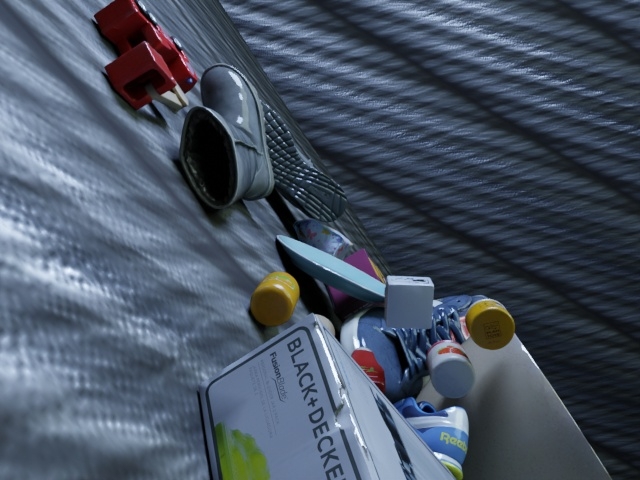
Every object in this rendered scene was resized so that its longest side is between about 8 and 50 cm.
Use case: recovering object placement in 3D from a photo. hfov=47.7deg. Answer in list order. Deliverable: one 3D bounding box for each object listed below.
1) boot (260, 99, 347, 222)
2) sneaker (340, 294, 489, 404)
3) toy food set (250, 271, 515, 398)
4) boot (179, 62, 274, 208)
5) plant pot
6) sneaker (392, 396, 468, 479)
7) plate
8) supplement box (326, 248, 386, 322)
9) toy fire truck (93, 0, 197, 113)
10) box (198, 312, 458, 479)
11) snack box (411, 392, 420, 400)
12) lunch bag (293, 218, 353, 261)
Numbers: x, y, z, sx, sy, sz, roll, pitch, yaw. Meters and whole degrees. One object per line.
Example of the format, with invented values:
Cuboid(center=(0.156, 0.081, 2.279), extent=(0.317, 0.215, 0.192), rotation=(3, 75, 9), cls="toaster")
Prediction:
Cuboid(center=(-0.071, -0.116, 1.123), extent=(0.246, 0.083, 0.161), rotation=(46, -8, -13), cls="boot")
Cuboid(center=(0.153, 0.128, 0.950), extent=(0.350, 0.148, 0.131), rotation=(-5, 77, -62), cls="sneaker")
Cuboid(center=(0.055, 0.084, 0.683), extent=(0.104, 0.232, 0.111), rotation=(-74, 165, -81), cls="toy food set")
Cuboid(center=(-0.112, -0.122, 0.794), extent=(0.189, 0.076, 0.208), rotation=(68, 13, 2), cls="boot")
Cuboid(center=(0.180, 0.247, 0.736), extent=(0.284, 0.191, 0.284), rotation=(56, 7, -11), cls="plant pot")
Cuboid(center=(0.073, 0.169, 0.630), extent=(0.053, 0.059, 0.144), rotation=(36, -26, -30), cls="sneaker")
Cuboid(center=(0.021, 0.044, 0.957), extent=(0.188, 0.024, 0.188), rotation=(26, 5, -3), cls="plate")
Cuboid(center=(0.090, 0.118, 1.126), extent=(0.188, 0.081, 0.104), rotation=(53, 9, -33), cls="supplement box")
Cuboid(center=(-0.171, -0.179, 0.749), extent=(0.135, 0.047, 0.192), rotation=(60, 6, 16), cls="toy fire truck")
Cuboid(center=(0.048, 0.199, 0.457), extent=(0.290, 0.087, 0.169), rotation=(53, 9, -38), cls="box")
Cuboid(center=(0.170, 0.289, 0.982), extent=(0.174, 0.070, 0.207), rotation=(59, 8, 7), cls="snack box")
Cuboid(center=(0.000, 0.000, 1.133), extent=(0.083, 0.053, 0.071), rotation=(33, 1, 16), cls="lunch bag")
